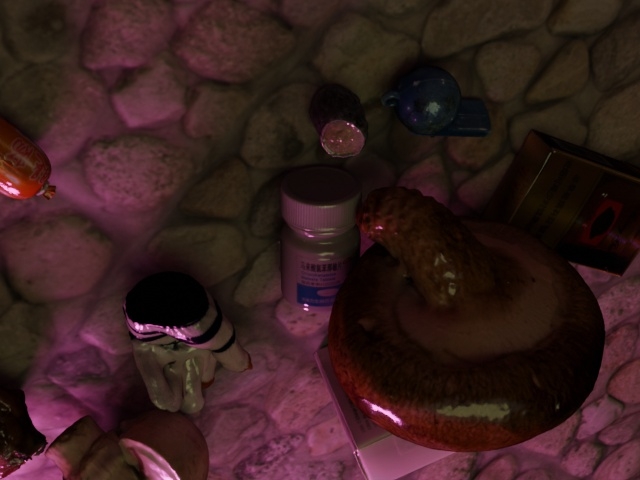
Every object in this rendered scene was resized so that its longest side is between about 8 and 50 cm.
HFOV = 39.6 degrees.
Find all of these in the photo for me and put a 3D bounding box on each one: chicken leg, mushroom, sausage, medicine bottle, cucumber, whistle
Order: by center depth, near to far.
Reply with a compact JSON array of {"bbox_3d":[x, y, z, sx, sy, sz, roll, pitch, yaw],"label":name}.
[{"bbox_3d":[-0.374,-0.115,0.937,0.071,0.071,0.234,-43,126,11],"label":"sausage"},{"bbox_3d":[0.023,-0.139,1.039,0.064,0.112,0.064,-5,122,-8],"label":"cucumber"},{"bbox_3d":[0.176,0.104,1.075,0.345,0.345,0.239,-19,159,-7],"label":"mushroom"},{"bbox_3d":[0.146,-0.169,1.077,0.158,0.090,0.090,-1,123,-19],"label":"whistle"},{"bbox_3d":[-0.450,0.173,1.104,0.113,0.093,0.304,-32,121,-19],"label":"chicken leg"},{"bbox_3d":[0.000,0.000,1.126,0.105,0.105,0.168,-9,125,-14],"label":"medicine bottle"},{"bbox_3d":[-0.264,0.318,1.210,0.195,0.189,0.254,46,103,1],"label":"mushroom"}]

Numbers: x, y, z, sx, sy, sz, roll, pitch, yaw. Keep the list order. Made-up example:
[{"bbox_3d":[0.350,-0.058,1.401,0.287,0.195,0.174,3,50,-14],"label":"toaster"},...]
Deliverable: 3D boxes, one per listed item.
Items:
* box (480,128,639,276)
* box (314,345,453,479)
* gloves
[{"bbox_3d":[0.362,-0.045,1.247,0.240,0.071,0.159,15,114,-26],"label":"box"},{"bbox_3d":[0.141,0.199,1.247,0.252,0.203,0.106,-23,128,-4],"label":"box"},{"bbox_3d":[-0.178,0.131,1.154,0.140,0.131,0.218,-27,155,-12],"label":"gloves"}]
